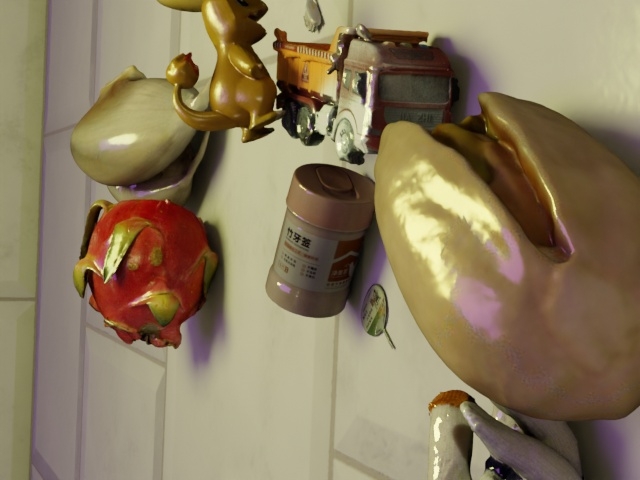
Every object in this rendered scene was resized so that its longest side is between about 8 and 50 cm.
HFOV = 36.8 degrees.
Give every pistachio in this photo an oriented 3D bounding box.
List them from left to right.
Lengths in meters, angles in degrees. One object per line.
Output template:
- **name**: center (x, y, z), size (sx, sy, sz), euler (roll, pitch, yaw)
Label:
- **pistachio**: center (0.148, 0.004, 0.708), size (0.299, 0.188, 0.187), euler (-111, 34, -50)

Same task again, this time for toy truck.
- **toy truck**: center (0.039, -0.161, 1.006), size (0.270, 0.114, 0.135), euler (-146, 57, -62)

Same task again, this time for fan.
- **fan**: center (0.064, 0.079, 1.053), size (0.080, 0.003, 0.060), euler (-154, 68, -62)

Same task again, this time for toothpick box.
- **toothpick box**: center (0.000, 0.000, 1.081), size (0.098, 0.099, 0.148), euler (-125, 44, -51)

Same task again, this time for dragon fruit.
- **dragon fruit**: center (-0.274, 0.046, 1.513), size (0.224, 0.224, 0.227), euler (-19, 52, 62)

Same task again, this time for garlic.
- **garlic**: center (-0.262, -0.154, 1.589), size (0.340, 0.231, 0.246), euler (2, 45, 48)

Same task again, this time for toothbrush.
- **toothbrush**: center (-0.035, -0.372, 1.269), size (0.024, 0.018, 0.257), euler (118, 144, -52)

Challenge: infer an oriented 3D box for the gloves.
- **gloves**: center (0.151, 0.178, 0.758), size (0.140, 0.131, 0.218), euler (115, 174, -70)

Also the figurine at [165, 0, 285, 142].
- **figurine**: center (-0.111, -0.197, 1.070), size (0.121, 0.122, 0.176), euler (133, 131, -74)

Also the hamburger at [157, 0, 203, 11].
- **hamburger**: center (-0.183, -0.410, 1.428), size (0.175, 0.175, 0.136), euler (-145, 44, -60)
